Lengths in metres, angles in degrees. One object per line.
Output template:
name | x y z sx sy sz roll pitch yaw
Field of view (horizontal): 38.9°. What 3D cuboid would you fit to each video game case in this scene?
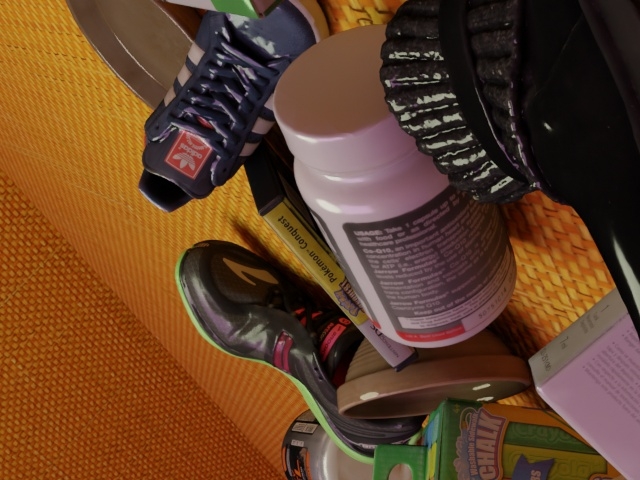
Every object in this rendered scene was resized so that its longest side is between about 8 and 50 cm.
video game case | 0.000 0.000 1.062 0.248 0.035 0.275 49 -174 -23

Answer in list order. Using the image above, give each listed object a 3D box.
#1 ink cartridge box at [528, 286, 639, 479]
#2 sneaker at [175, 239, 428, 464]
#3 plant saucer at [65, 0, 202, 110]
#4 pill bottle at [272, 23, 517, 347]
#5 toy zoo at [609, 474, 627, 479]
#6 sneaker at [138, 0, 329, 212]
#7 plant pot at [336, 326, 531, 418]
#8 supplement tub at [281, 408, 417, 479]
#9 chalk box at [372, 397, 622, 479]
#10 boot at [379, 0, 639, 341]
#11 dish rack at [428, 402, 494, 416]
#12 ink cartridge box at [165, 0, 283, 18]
ink cartridge box | 0.337 0.116 0.674 0.275 0.239 0.060 44 -163 -8
sneaker | -0.015 0.149 1.445 0.483 0.185 0.202 38 143 -2
plant saucer | -0.199 -0.234 1.100 0.278 0.041 0.278 36 159 16
pill bottle | 0.073 -0.043 0.822 0.161 0.161 0.283 24 155 39
toy zoo | 0.383 0.377 0.987 0.030 0.192 0.293 -123 11 -74
sneaker | -0.104 -0.129 0.920 0.131 0.148 0.350 34 150 -4
plant pot | 0.133 0.147 1.124 0.237 0.110 0.237 -6 161 -2
supplement tub | 0.044 0.436 1.832 0.207 0.207 0.338 44 161 -7
chalk box | 0.209 0.305 1.110 0.288 0.180 0.179 6 156 0
boot | 0.170 -0.038 0.573 0.260 0.131 0.348 -25 78 65
dish rack | 0.268 0.336 1.412 0.208 0.074 0.271 31 160 29
ink cartridge box | -0.079 -0.252 0.670 0.208 0.153 0.087 21 152 42
